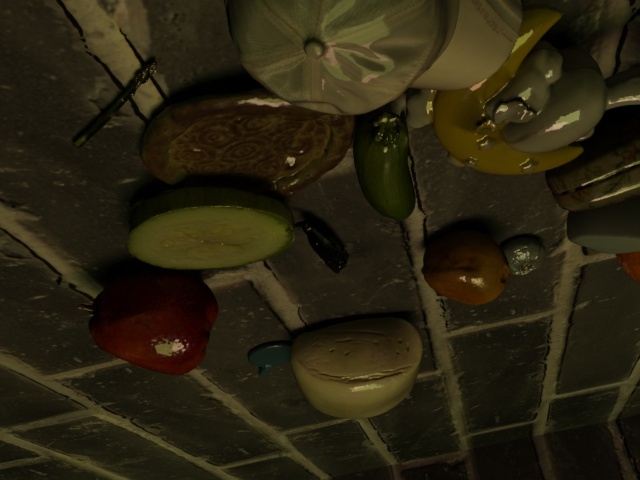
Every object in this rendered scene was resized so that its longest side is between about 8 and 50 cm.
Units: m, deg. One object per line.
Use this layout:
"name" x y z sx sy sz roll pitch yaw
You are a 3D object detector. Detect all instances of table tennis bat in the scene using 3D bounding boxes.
"table tennis bat" -0.098 0.236 1.579 0.100 0.019 0.155 -1 150 -17

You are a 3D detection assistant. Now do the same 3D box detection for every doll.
"doll" 0.226 -0.151 0.852 0.237 0.111 0.252 28 138 -29

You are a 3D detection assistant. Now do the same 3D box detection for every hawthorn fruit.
"hawthorn fruit" -0.238 0.111 1.160 0.179 0.173 0.173 10 158 19

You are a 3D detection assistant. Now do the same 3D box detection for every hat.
"hat" 0.053 -0.182 0.684 0.275 0.161 0.232 10 151 -40

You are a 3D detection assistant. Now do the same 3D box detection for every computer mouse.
"computer mouse" 0.405 -0.048 1.048 0.079 0.128 0.231 30 164 -14

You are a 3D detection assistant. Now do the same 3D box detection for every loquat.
"loquat" 0.222 0.042 1.219 0.137 0.113 0.137 4 171 1

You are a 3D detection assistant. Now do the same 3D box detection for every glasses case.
"glasses case" 0.467 -0.145 0.913 0.425 0.098 0.156 -24 -171 26

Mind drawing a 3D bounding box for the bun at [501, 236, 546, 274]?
"bun" 0.329 0.027 1.293 0.083 0.045 0.083 -10 149 -6

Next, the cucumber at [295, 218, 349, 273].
"cucumber" 0.000 0.000 1.143 0.039 0.043 0.163 25 165 30

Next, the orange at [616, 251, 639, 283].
"orange" 0.533 -0.009 1.125 0.224 0.170 0.224 -20 -176 1

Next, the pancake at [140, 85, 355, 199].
"pancake" -0.082 -0.105 0.912 0.250 0.031 0.250 -7 157 -3

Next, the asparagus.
"asparagus" -0.215 -0.138 0.826 0.166 0.013 0.016 -32 157 37

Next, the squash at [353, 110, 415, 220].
"squash" 0.077 -0.088 0.956 0.069 0.069 0.258 -13 157 5

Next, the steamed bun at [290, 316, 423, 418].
"steamed bun" 0.073 0.246 1.506 0.250 0.154 0.200 -11 153 -5

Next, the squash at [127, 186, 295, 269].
"squash" -0.140 -0.010 1.026 0.219 0.041 0.219 -2 160 -1
